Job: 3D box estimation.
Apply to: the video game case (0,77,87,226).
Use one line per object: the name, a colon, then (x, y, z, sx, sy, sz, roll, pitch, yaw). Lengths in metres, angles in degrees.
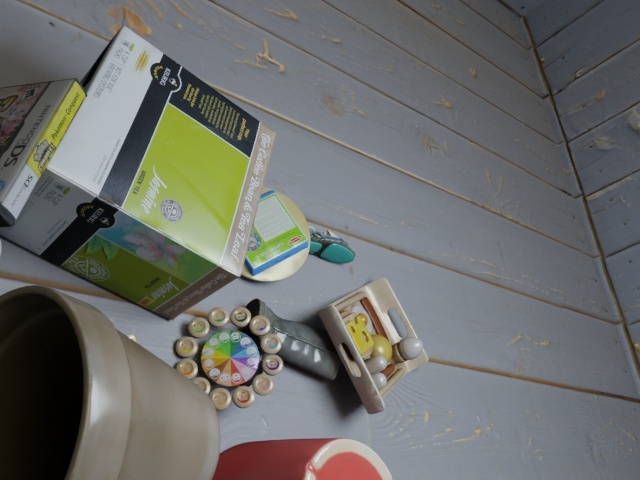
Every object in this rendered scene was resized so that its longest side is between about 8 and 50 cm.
video game case: (-0.478, -0.114, 0.868, 0.035, 0.275, 0.248, 70, 23, -48)

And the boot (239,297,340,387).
boot: (-0.057, 0.220, 1.225, 0.208, 0.076, 0.189, 37, 46, -32)

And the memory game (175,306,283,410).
memory game: (-0.154, 0.196, 1.106, 0.186, 0.012, 0.186, 5, 61, -9)

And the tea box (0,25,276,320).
tea box: (-0.281, -0.102, 1.075, 0.323, 0.220, 0.329, 33, 46, -26)

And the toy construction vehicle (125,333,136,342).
toy construction vehicle: (-0.301, 0.192, 1.012, 0.086, 0.035, 0.098, -4, 69, -47)

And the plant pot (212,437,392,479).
plant pot: (-0.029, 0.420, 0.983, 0.275, 0.243, 0.275, 24, 50, -33)

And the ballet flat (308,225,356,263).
ballet flat: (0.000, 0.000, 1.417, 0.188, 0.070, 0.070, 18, 54, -40)

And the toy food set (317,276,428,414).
toy food set: (0.123, 0.201, 1.348, 0.219, 0.092, 0.306, 63, 24, 5)

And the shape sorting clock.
shape sorting clock: (-0.117, -0.014, 1.302, 0.206, 0.040, 0.206, 11, 60, -19)

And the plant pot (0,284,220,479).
plant pot: (-0.288, 0.247, 0.820, 0.280, 0.323, 0.323, 31, 45, -52)
